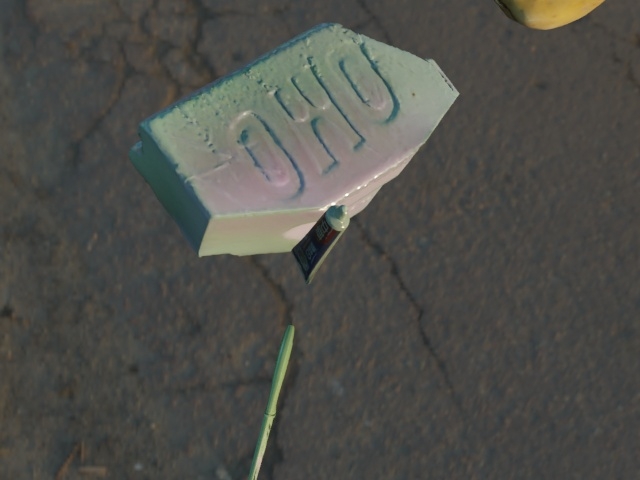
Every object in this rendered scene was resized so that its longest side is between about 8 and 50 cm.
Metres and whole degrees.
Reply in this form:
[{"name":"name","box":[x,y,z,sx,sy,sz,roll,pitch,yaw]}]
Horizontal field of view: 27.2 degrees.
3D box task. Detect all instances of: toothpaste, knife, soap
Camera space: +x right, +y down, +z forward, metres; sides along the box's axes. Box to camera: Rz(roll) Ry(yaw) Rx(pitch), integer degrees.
[{"name":"toothpaste","box":[0.000,0.000,1.162,0.021,0.140,0.037,-19,75,-24]},{"name":"knife","box":[-0.056,0.187,1.491,0.014,0.030,0.207,9,62,10]},{"name":"soap","box":[-0.025,-0.150,1.946,0.446,0.156,0.261,-31,80,-25]}]

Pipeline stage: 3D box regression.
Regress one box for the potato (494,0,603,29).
[{"name":"potato","box":[0.211,-0.253,1.077,0.118,0.178,0.109,32,11,-46]}]
